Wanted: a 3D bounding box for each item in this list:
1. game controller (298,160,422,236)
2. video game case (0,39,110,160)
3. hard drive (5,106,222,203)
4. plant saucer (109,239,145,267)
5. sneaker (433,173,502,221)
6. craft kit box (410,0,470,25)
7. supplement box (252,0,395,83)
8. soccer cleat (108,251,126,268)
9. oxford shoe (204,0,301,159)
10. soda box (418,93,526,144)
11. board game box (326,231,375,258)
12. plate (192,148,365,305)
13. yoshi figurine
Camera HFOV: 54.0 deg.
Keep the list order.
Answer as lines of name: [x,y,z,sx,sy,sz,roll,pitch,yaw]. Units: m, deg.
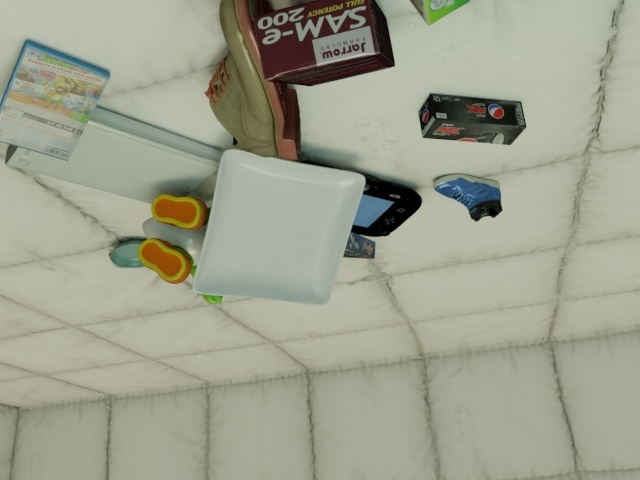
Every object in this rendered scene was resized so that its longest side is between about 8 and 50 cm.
game controller: [0.051,-0.078,1.283,0.319,0.067,0.166,10,152,-31]
video game case: [-0.399,-0.199,0.922,0.119,0.015,0.166,16,125,-37]
hard drive: [-0.356,-0.145,1.098,0.307,0.040,0.203,15,149,-38]
plant saucer: [-0.433,0.029,1.478,0.119,0.021,0.119,-10,153,-5]
sneaker: [0.306,-0.084,1.290,0.152,0.084,0.058,6,154,-21]
craft kit box: [0.186,-0.361,0.595,0.247,0.061,0.250,-31,153,1]
supplement box: [0.015,-0.239,0.767,0.130,0.073,0.239,-10,-169,12]
soccer cleat: [-0.494,0.051,1.524,0.036,0.029,0.083,-16,158,14]
oxford shoe: [-0.108,-0.214,0.893,0.130,0.123,0.348,-1,155,5]
soda box: [0.254,-0.202,1.057,0.169,0.053,0.060,2,155,-13]
board game box: [0.000,0.000,1.374,0.165,0.042,0.243,3,172,27]
plate: [-0.079,-0.020,1.167,0.277,0.045,0.278,8,109,-23]
yoshi figurine: [-0.219,0.020,1.288,0.203,0.203,0.362,-25,171,4]
